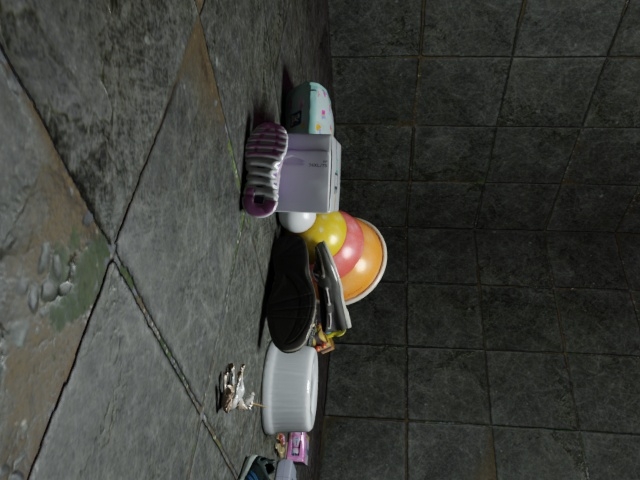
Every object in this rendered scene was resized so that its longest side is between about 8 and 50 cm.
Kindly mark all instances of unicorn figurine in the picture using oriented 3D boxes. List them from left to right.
[{"bbox_3d":[-0.177,0.321,1.290,0.162,0.060,0.111,-9,102,-68],"label":"unicorn figurine"}]

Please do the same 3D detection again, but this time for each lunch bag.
[{"bbox_3d":[-0.036,-0.365,1.952,0.262,0.160,0.223,91,2,-83],"label":"lunch bag"}]

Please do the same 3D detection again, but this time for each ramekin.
[{"bbox_3d":[-0.085,0.438,1.806,0.277,0.135,0.277,2,90,-84],"label":"ramekin"}]

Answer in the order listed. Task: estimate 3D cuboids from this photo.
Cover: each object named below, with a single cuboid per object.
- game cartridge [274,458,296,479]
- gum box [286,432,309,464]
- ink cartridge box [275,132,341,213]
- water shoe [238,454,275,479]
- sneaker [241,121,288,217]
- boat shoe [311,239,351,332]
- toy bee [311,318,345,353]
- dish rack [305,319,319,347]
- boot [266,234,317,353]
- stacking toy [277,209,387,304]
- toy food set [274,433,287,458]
[{"bbox_3d":[-0.123,0.880,1.974,0.198,0.062,0.297,77,16,-53],"label":"game cartridge"},{"bbox_3d":[-0.083,0.780,2.278,0.188,0.062,0.107,80,13,-65],"label":"gum box"},{"bbox_3d":[-0.056,-0.173,1.600,0.270,0.198,0.197,-29,121,-82],"label":"ink cartridge box"},{"bbox_3d":[-0.153,0.586,1.435,0.203,0.080,0.072,-77,167,-63],"label":"water shoe"},{"bbox_3d":[-0.132,-0.159,1.429,0.104,0.095,0.236,97,1,-78],"label":"sneaker"},{"bbox_3d":[0.018,0.158,1.902,0.112,0.096,0.335,-117,-170,-59],"label":"boat shoe"},{"bbox_3d":[-0.016,0.379,2.355,0.298,0.195,0.162,33,28,-42],"label":"toy bee"},{"bbox_3d":[-0.067,0.396,2.041,0.208,0.074,0.271,-62,164,-80],"label":"dish rack"},{"bbox_3d":[-0.077,0.207,1.802,0.284,0.138,0.377,84,-1,-52],"label":"boot"},{"bbox_3d":[0.001,-0.015,2.003,0.480,0.351,0.350,53,37,-56],"label":"stacking toy"},{"bbox_3d":[-0.133,0.664,1.986,0.122,0.019,0.077,73,17,-48],"label":"toy food set"}]
